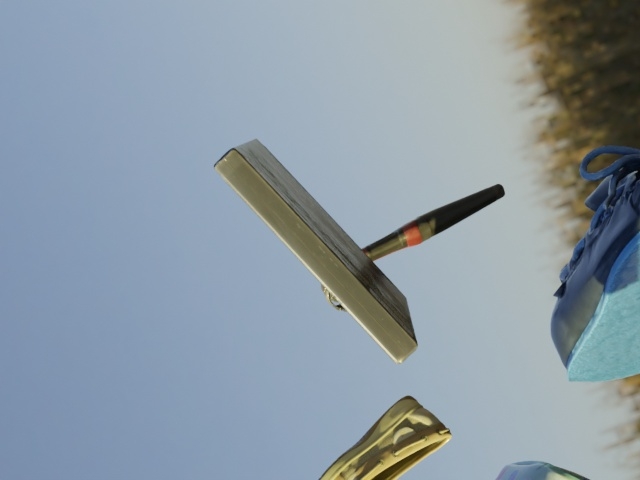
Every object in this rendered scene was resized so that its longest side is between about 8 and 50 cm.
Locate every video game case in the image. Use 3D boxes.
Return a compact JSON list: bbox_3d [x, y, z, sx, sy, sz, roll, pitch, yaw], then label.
[{"bbox_3d":[0.000,0.000,1.341,0.196,0.026,0.274,47,-177,-3],"label":"video game case"}]

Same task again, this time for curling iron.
[{"bbox_3d":[0.108,0.000,1.991,0.035,0.274,0.068,38,150,36],"label":"curling iron"}]

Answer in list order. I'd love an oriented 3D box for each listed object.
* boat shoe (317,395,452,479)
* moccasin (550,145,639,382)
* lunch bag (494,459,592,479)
[{"bbox_3d":[0.038,0.186,1.314,0.048,0.153,0.056,37,152,19],"label":"boat shoe"},{"bbox_3d":[0.235,-0.010,1.248,0.342,0.137,0.117,121,144,-55],"label":"moccasin"},{"bbox_3d":[0.287,0.338,1.717,0.279,0.108,0.224,37,167,-3],"label":"lunch bag"}]
